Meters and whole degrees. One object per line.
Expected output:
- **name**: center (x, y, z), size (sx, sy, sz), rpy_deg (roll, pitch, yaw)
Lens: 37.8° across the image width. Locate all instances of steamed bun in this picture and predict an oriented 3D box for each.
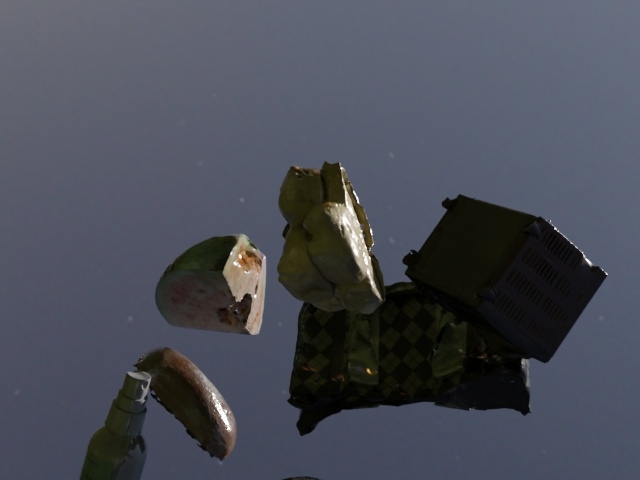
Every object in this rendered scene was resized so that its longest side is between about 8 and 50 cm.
- **steamed bun**: center (0.000, 0.000, 1.130), size (0.106, 0.192, 0.177), rpy_deg (-18, -111, 10)

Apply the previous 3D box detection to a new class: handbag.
- **handbag**: center (0.152, 0.203, 1.628), size (0.416, 0.180, 0.316), rpy_deg (-6, -155, 12)

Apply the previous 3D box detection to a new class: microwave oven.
- **microwave oven**: center (0.272, 0.056, 1.439), size (0.188, 0.178, 0.247), rpy_deg (-52, -156, -4)

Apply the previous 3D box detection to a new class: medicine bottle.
- **medicine bottle**: center (-0.380, 0.405, 1.723), size (0.110, 0.110, 0.351), rpy_deg (35, -69, 56)

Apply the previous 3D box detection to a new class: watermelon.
- **watermelon**: center (-0.223, 0.075, 1.916), size (0.188, 0.321, 0.175), rpy_deg (9, -125, 9)

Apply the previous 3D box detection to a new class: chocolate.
- **chocolate**: center (-0.241, 0.300, 1.800), size (0.083, 0.261, 0.161), rpy_deg (-39, -169, 3)

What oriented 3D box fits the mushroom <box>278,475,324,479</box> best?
- **mushroom**: center (0.016, 0.421, 1.366), size (0.248, 0.344, 0.130), rpy_deg (15, -108, 36)
